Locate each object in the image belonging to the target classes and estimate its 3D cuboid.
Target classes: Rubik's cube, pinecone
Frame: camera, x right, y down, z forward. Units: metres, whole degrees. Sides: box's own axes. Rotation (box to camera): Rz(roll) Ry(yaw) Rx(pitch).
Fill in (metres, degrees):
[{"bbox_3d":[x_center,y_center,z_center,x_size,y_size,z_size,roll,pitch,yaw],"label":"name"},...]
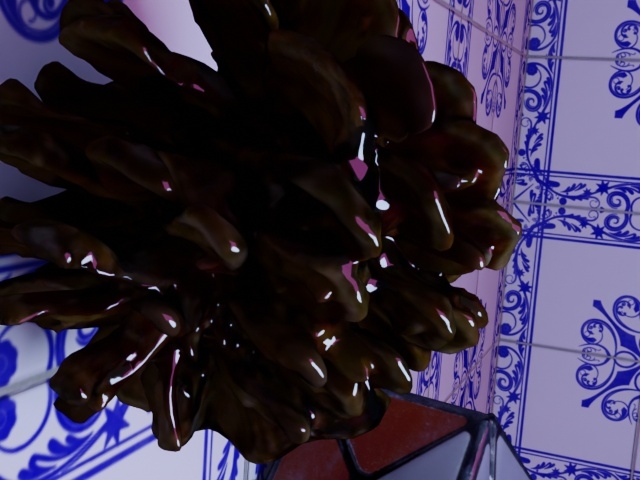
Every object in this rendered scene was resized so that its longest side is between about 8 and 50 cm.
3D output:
[{"bbox_3d":[0.107,0.398,1.192,0.310,0.305,0.307,55,52,-46],"label":"Rubik's cube"},{"bbox_3d":[-0.069,-0.023,0.613,0.397,0.397,0.398,7,90,-68],"label":"pinecone"}]
